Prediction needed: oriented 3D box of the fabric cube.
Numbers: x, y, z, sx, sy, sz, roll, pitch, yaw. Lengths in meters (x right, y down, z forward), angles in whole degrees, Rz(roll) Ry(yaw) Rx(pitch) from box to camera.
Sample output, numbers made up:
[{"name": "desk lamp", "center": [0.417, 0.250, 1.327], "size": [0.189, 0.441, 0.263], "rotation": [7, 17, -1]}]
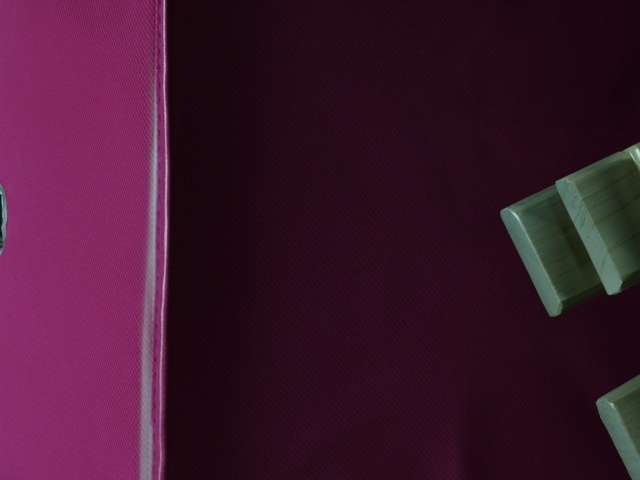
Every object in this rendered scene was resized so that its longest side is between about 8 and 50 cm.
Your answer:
[{"name": "fabric cube", "center": [0.000, 0.000, 0.684], "size": [0.258, 0.259, 0.254], "rotation": [-172, 84, -64]}]

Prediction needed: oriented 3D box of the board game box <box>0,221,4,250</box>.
[{"name": "board game box", "center": [-0.182, 0.062, 1.042], "size": [0.232, 0.291, 0.141], "rotation": [-173, 84, -65]}]

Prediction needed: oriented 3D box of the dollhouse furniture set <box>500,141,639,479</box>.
[{"name": "dollhouse furniture set", "center": [0.174, -0.057, 0.507], "size": [0.242, 0.161, 0.212], "rotation": [64, 152, 3]}]
